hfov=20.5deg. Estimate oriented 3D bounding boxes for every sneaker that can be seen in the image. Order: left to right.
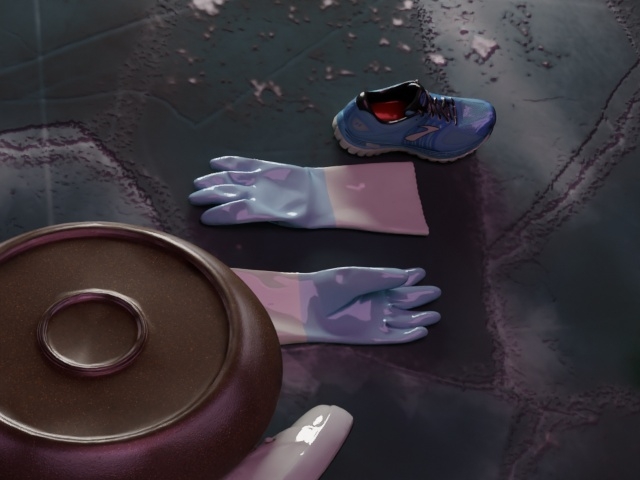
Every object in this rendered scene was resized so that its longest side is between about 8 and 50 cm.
[{"bbox_3d":[-0.094,0.204,1.408,0.123,0.106,0.290,44,58,7],"label":"sneaker"},{"bbox_3d":[0.097,-0.117,1.689,0.162,0.073,0.063,-4,61,-21],"label":"sneaker"}]

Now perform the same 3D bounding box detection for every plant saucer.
[{"bbox_3d":[-0.184,0.087,1.432,0.311,0.050,0.310,3,47,-3],"label":"plant saucer"}]

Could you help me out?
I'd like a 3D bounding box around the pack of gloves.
[{"bbox_3d":[0.000,0.000,1.603,0.232,0.046,0.195,0,61,-19],"label":"pack of gloves"}]
